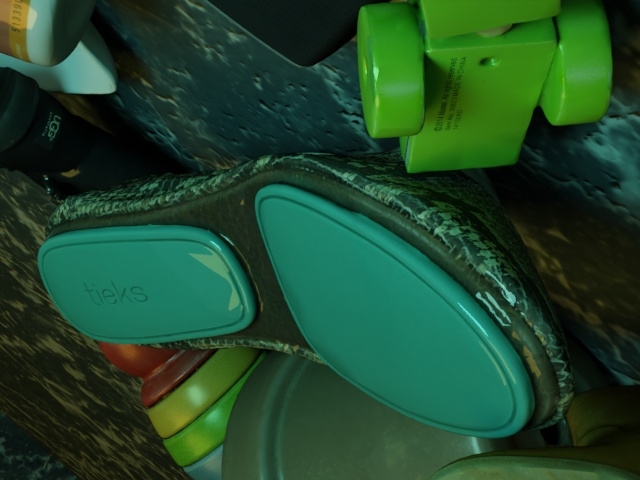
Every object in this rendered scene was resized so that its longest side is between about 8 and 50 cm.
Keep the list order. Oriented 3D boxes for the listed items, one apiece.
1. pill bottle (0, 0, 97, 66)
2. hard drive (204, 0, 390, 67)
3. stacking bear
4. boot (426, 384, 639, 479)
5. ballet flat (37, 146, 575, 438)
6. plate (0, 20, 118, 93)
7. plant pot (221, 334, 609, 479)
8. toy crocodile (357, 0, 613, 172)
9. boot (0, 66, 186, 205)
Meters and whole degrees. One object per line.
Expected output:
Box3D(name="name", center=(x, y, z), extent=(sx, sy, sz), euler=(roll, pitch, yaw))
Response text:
Box3D(name="pill bottle", center=(-0.251, -0.198, 0.835), extent=(0.216, 0.121, 0.121), euler=(18, 158, 0))
Box3D(name="hard drive", center=(-0.065, -0.202, 0.697), extent=(0.254, 0.054, 0.172), euler=(41, 159, -8))
Box3D(name="stacking bear", center=(-0.121, 0.160, 1.401), extent=(0.289, 0.175, 0.164), euler=(48, 160, -5))
Box3D(name="boot", center=(0.170, 0.142, 0.764), extent=(0.295, 0.104, 0.211), euler=(13, -164, -13))
Box3D(name="ballet flat", center=(0.000, 0.000, 0.847), extent=(0.482, 0.182, 0.164), euler=(4, 123, 49))
Box3D(name="plate", center=(-0.298, -0.227, 1.030), extent=(0.277, 0.045, 0.278), euler=(8, 144, 51))
Box3D(name="plant pot", center=(0.092, 0.164, 0.974), extent=(0.263, 0.263, 0.229), euler=(44, 141, -15))
Box3D(name="toy crocodile", center=(0.070, -0.127, 0.576), extent=(0.115, 0.105, 0.340), euler=(-7, 156, 2))
Box3D(name="boot", center=(-0.251, -0.066, 1.136), extent=(0.246, 0.094, 0.207), euler=(3, 157, 44))
